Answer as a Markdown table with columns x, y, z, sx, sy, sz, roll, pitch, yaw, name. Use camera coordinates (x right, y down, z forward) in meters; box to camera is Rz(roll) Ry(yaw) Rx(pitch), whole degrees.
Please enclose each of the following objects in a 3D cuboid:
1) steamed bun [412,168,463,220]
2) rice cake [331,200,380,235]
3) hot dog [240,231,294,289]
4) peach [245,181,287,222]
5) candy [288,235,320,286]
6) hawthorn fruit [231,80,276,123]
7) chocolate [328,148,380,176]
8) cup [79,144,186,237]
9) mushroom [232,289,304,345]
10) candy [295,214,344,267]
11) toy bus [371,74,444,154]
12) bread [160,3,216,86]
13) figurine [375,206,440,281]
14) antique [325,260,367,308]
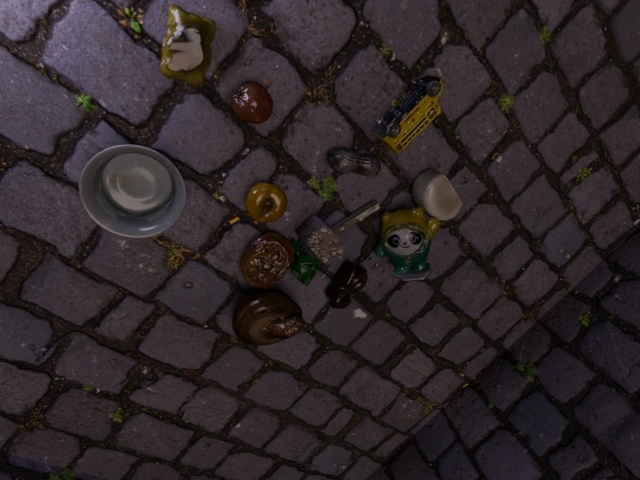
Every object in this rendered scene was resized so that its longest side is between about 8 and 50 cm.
| x | y | z | sx | sy | sz | roll | pitch | yaw | name |
| --- | --- | --- | --- | --- | --- | --- | --- | --- | --- |
| 0.538 | -0.200 | 1.914 | 0.164 | 0.146 | 0.242 | -42 | 121 | 1 | steamed bun |
| 0.163 | -0.102 | 1.890 | 0.256 | 0.057 | 0.052 | -33 | 96 | -1 | rice cake |
| -0.244 | 0.096 | 1.814 | 0.196 | 0.122 | 0.272 | 42 | 100 | -4 | hot dog |
| -0.229 | -0.155 | 1.705 | 0.179 | 0.103 | 0.180 | -8 | 121 | -13 | peach |
| -0.103 | 0.096 | 1.849 | 0.141 | 0.203 | 0.078 | -53 | 163 | 5 | candy |
| -0.231 | -0.501 | 1.502 | 0.188 | 0.149 | 0.149 | 9 | 113 | -21 | hawthorn fruit |
| 0.148 | -0.329 | 1.741 | 0.247 | 0.110 | 0.110 | 4 | 115 | -18 | chocolate |
| -0.674 | -0.198 | 1.497 | 0.346 | 0.163 | 0.348 | -8 | 119 | -15 | cup |
| -0.246 | 0.364 | 1.900 | 0.344 | 0.239 | 0.346 | 2 | 120 | 4 | mushroom |
| 0.000 | 0.000 | 1.817 | 0.137 | 0.195 | 0.185 | -40 | 118 | -2 | candy |
| 0.380 | -0.525 | 1.695 | 0.330 | 0.144 | 0.152 | -45 | 121 | 9 | toy bus |
| -0.450 | -0.654 | 1.382 | 0.160 | 0.088 | 0.233 | 10 | 110 | -18 | bread |
| 0.414 | 0.006 | 1.948 | 0.323 | 0.231 | 0.341 | -6 | 116 | 16 | figurine |
| 0.132 | 0.233 | 2.024 | 0.143 | 0.121 | 0.257 | 26 | 99 | -37 | antique |
